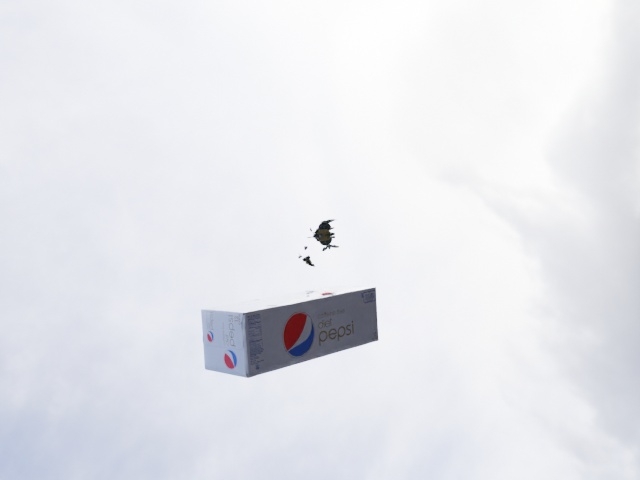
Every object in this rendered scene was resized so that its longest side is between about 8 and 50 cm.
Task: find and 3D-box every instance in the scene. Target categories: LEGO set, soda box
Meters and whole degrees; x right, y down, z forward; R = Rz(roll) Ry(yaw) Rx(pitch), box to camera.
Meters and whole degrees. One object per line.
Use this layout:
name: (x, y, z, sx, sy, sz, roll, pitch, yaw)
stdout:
LEGO set: (-0.003, -0.001, 1.077, 0.083, 0.023, 0.054, -38, -72, 0)
soda box: (-0.027, 0.097, 0.799, 0.216, 0.074, 0.069, -5, -87, -47)
